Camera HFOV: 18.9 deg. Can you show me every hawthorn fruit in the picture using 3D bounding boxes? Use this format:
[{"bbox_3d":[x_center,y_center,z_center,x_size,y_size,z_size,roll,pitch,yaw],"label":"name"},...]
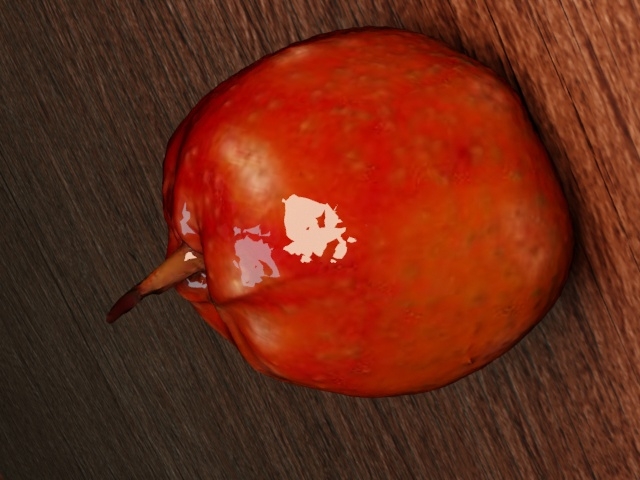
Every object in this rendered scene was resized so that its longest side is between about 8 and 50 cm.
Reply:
[{"bbox_3d":[0.000,0.000,1.243,0.254,0.300,0.254,50,157,30],"label":"hawthorn fruit"}]
